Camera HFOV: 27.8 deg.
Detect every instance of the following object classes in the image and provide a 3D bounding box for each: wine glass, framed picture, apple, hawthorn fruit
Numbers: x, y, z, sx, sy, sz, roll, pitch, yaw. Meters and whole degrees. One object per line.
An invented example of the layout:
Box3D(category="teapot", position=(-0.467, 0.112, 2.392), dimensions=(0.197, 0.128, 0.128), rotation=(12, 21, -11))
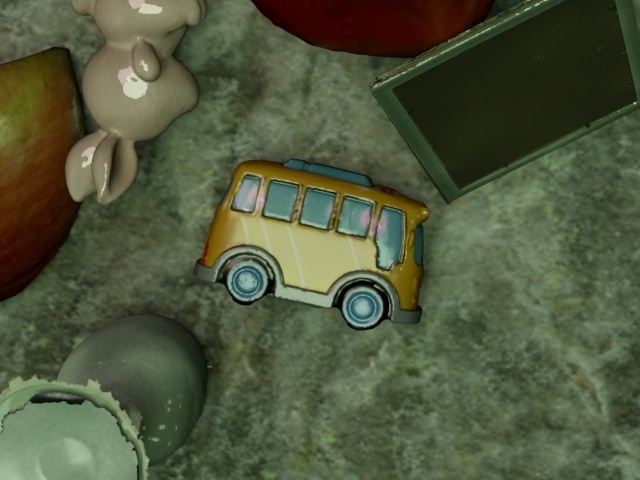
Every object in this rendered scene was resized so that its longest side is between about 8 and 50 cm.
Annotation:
Box3D(category="wine glass", position=(-0.180, 0.147, 1.118), dimensions=(0.144, 0.321, 0.143), rotation=(1, 98, 8))
Box3D(category="framed picture", position=(0.169, -0.125, 1.080), dimensions=(0.217, 0.274, 0.017), rotation=(-25, 66, 8))
Box3D(category="apple", position=(-0.370, -0.046, 1.194), dimensions=(0.346, 0.254, 0.179), rotation=(-23, 56, 7))
Box3D(category="hawthorn fruit", position=(0.043, -0.263, 1.026), dimensions=(0.265, 0.307, 0.265), rotation=(-11, 132, -12))

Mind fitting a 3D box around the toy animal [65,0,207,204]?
Box3D(category="toy animal", position=(-0.166, -0.134, 1.169), dimensions=(0.124, 0.124, 0.212), rotation=(11, 102, 2))

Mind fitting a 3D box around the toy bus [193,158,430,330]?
Box3D(category="toy bus", position=(0.000, 0.000, 1.174), dimensions=(0.210, 0.126, 0.136), rotation=(13, 93, 2))
